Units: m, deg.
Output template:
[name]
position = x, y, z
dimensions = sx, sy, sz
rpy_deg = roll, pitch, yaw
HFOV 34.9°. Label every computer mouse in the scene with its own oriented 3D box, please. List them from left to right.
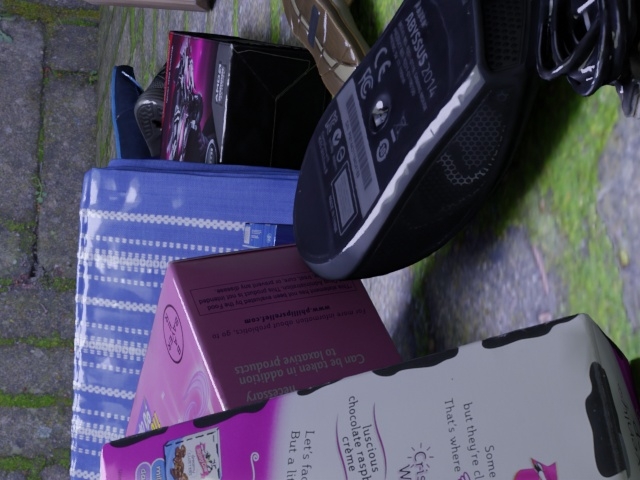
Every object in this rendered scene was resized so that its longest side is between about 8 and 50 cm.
[computer mouse]
position = 0.074, -0.070, 0.532
dimensions = 0.272, 0.072, 0.188
rpy_deg = -50, 36, 43

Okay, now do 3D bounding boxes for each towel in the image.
[towel]
position = -0.091, 0.105, 0.818
dimensions = 0.040, 0.243, 0.336
rpy_deg = -1, -85, -68

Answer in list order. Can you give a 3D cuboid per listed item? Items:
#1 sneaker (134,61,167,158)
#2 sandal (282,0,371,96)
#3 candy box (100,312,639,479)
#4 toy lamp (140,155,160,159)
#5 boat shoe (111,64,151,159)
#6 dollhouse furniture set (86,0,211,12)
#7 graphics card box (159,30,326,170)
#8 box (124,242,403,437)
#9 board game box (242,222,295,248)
[sneaker]
position = -0.169, -0.139, 1.294
dimensions = 0.227, 0.087, 0.130
rpy_deg = 85, -157, -53
[sandal]
position = 0.010, -0.180, 0.787
dimensions = 0.072, 0.049, 0.180
rpy_deg = 107, 144, -52
[candy box]
position = 0.022, 0.140, 0.414
dimensions = 0.233, 0.071, 0.159
rpy_deg = -18, 61, 24
[toy lamp]
position = -0.196, 0.027, 1.293
dimensions = 0.080, 0.080, 0.274
rpy_deg = -111, 18, -52
[boat shoe]
position = -0.302, -0.188, 1.718
dimensions = 0.109, 0.089, 0.258
rpy_deg = 97, 162, -61
[dollhouse furniture set]
position = -0.257, -0.435, 1.195
dimensions = 0.394, 0.362, 0.256
rpy_deg = -12, -72, -79
[graphics card box]
position = -0.093, -0.085, 1.013
dimensions = 0.371, 0.094, 0.233
rpy_deg = -141, 57, -68
[box]
position = -0.021, 0.162, 0.614
dimensions = 0.243, 0.117, 0.213
rpy_deg = 63, 148, 33
[board game box]
position = 0.000, 0.000, 0.704
dimensions = 0.090, 0.090, 0.020
rpy_deg = -173, 88, -72
